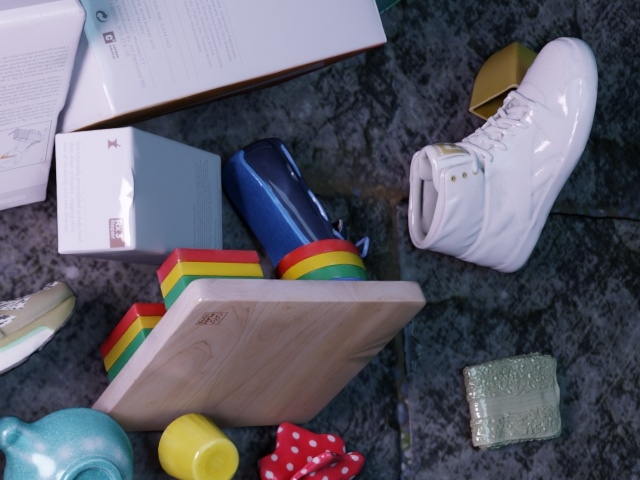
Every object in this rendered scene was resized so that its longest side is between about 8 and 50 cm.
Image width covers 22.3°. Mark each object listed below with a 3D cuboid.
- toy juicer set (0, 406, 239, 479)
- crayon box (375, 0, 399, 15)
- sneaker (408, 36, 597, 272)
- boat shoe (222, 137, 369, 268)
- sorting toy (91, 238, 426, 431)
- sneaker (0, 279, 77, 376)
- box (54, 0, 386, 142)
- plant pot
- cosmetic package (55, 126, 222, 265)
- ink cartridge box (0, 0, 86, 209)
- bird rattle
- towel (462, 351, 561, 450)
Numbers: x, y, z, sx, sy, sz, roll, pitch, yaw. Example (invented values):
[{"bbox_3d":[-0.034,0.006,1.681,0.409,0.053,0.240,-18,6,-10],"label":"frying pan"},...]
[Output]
[{"bbox_3d":[-0.245,0.262,1.549,0.329,0.089,0.209,8,97,-34],"label":"toy juicer set"},{"bbox_3d":[0.017,-0.397,1.861,0.165,0.081,0.278,-40,106,-35],"label":"crayon box"},{"bbox_3d":[0.203,-0.109,1.878,0.169,0.108,0.292,11,104,-32],"label":"sneaker"},{"bbox_3d":[0.000,0.000,1.761,0.089,0.109,0.258,-40,108,-38],"label":"boat shoe"},{"bbox_3d":[-0.072,0.089,1.609,0.256,0.257,0.089,2,56,-33],"label":"sorting toy"},{"bbox_3d":[-0.399,0.071,1.423,0.410,0.158,0.182,-18,87,-40],"label":"sneaker"},{"bbox_3d":[-0.144,-0.219,1.624,0.345,0.215,0.168,-20,94,-37],"label":"box"},{"bbox_3d":[0.240,-0.194,1.996,0.081,0.081,0.083,25,55,-31],"label":"plant pot"},{"bbox_3d":[-0.172,-0.038,1.576,0.231,0.086,0.117,15,72,-70],"label":"cosmetic package"},{"bbox_3d":[-0.369,-0.108,1.418,0.296,0.261,0.066,-15,60,-29],"label":"ink cartridge box"},{"bbox_3d":[-0.013,0.330,1.702,0.207,0.143,0.253,46,51,-44],"label":"bird rattle"},{"bbox_3d":[0.234,0.192,1.949,0.148,0.027,0.110,-3,83,-37],"label":"towel"}]
